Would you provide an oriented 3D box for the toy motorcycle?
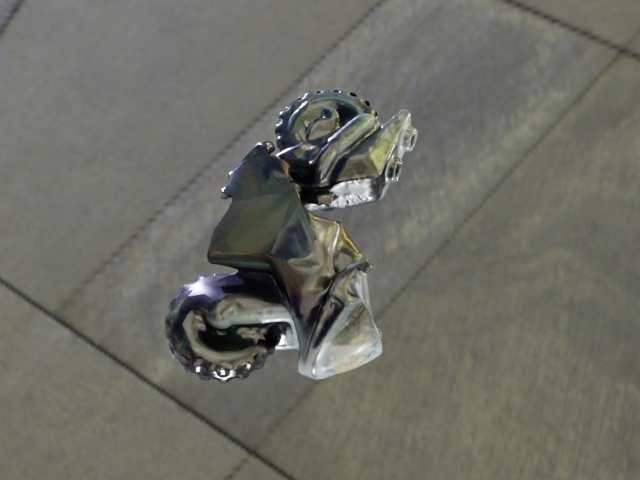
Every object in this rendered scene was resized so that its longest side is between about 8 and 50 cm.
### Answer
[{"bbox_3d":[0.000,0.000,1.082,0.159,0.106,0.270,19,59,18],"label":"toy motorcycle"}]
